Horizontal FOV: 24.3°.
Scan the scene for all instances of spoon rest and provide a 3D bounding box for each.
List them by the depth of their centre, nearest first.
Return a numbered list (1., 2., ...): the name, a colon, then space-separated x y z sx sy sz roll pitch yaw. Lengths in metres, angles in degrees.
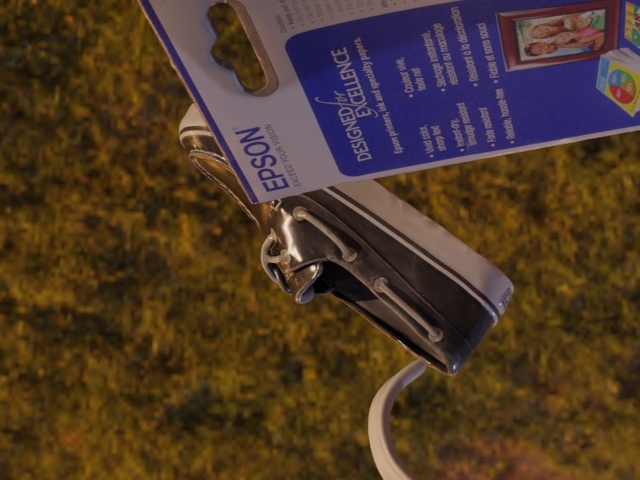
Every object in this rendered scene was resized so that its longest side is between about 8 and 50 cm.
1. spoon rest: 0.124 0.256 1.442 0.084 0.276 0.137 -23 168 -22

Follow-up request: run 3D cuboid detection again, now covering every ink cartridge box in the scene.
1. ink cartridge box: 0.062 -0.152 0.831 0.307 0.072 0.304 -9 146 12

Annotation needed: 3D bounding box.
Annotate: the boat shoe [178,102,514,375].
1. boat shoe: 0.000 0.000 1.168 0.301 0.102 0.108 33 164 8
